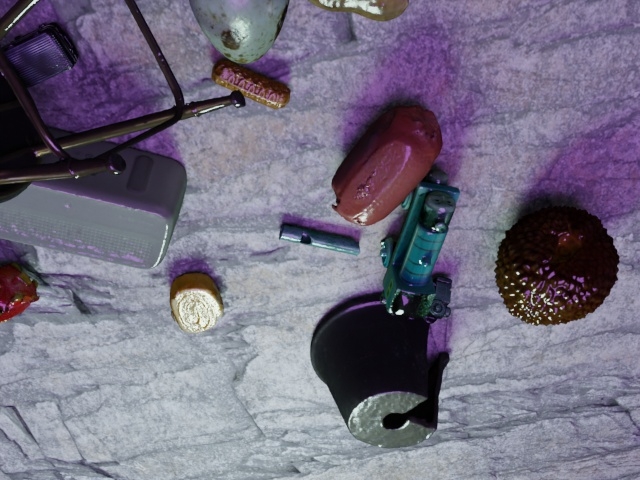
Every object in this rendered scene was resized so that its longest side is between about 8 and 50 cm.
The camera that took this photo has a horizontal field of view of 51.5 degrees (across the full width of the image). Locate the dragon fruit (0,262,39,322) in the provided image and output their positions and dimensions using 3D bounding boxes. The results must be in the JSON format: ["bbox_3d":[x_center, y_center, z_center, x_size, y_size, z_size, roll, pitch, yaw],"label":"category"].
[{"bbox_3d":[-0.725,0.118,1.481,0.207,0.133,0.150,17,89,17],"label":"dragon fruit"}]

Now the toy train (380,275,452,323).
[{"bbox_3d":[0.227,0.131,1.568,0.170,0.111,0.071,13,153,-4],"label":"toy train"}]

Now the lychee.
[{"bbox_3d":[0.506,0.062,1.455,0.267,0.268,0.268,-2,127,-2],"label":"lychee"}]

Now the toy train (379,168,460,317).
[{"bbox_3d":[0.212,0.004,1.414,0.119,0.194,0.298,9,125,-9],"label":"toy train"}]

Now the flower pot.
[{"bbox_3d":[0.155,0.351,1.638,0.378,0.251,0.380,-2,129,-2],"label":"flower pot"}]

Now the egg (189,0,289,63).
[{"bbox_3d":[-0.134,-0.402,1.103,0.168,0.169,0.231,-2,135,-2],"label":"egg"}]

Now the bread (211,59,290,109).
[{"bbox_3d":[-0.131,-0.295,1.258,0.157,0.044,0.052,20,120,-18],"label":"bread"}]

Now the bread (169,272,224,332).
[{"bbox_3d":[-0.290,0.150,1.563,0.122,0.073,0.149,-12,127,3],"label":"bread"}]

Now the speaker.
[{"bbox_3d":[-0.479,-0.087,1.304,0.405,0.184,0.183,13,125,-14],"label":"speaker"}]

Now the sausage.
[{"bbox_3d":[0.127,-0.146,1.324,0.152,0.152,0.280,28,120,-22],"label":"sausage"}]

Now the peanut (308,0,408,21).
[{"bbox_3d":[0.044,-0.441,1.132,0.229,0.098,0.103,11,84,-13],"label":"peanut"}]

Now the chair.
[{"bbox_3d":[-0.426,-0.246,0.982,0.409,0.365,0.362,-19,106,27],"label":"chair"}]

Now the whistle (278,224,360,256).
[{"bbox_3d":[0.000,0.000,1.493,0.186,0.039,0.039,12,125,-13],"label":"whistle"}]

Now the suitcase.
[{"bbox_3d":[-0.508,-0.331,1.197,0.126,0.059,0.086,-20,127,11],"label":"suitcase"}]
